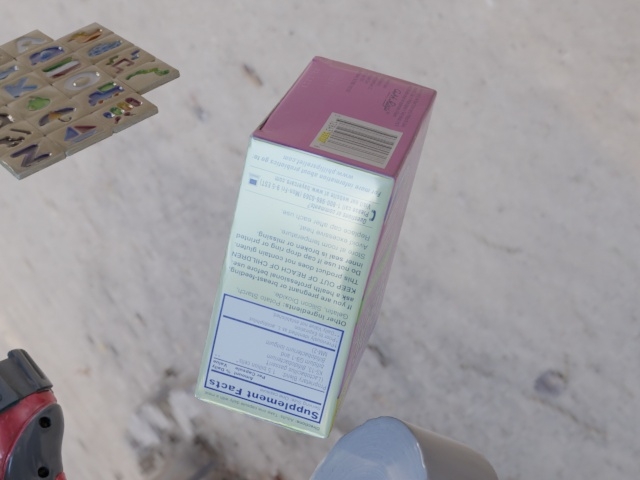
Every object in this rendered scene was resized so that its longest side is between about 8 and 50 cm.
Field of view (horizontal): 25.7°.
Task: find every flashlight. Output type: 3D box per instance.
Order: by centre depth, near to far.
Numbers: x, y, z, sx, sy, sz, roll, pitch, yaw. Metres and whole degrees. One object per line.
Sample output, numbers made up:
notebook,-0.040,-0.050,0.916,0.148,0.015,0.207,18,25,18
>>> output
flashlight,-0.211,0.240,1.215,0.304,0.103,0.103,51,126,10

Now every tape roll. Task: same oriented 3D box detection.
tape roll,0.046,0.246,1.046,0.072,0.219,0.219,22,166,-23

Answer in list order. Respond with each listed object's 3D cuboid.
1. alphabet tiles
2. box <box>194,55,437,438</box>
alphabet tiles,-0.334,-0.164,1.614,0.342,0.285,0.011,34,147,49
box,0.000,0.000,1.179,0.117,0.213,0.243,17,116,6
